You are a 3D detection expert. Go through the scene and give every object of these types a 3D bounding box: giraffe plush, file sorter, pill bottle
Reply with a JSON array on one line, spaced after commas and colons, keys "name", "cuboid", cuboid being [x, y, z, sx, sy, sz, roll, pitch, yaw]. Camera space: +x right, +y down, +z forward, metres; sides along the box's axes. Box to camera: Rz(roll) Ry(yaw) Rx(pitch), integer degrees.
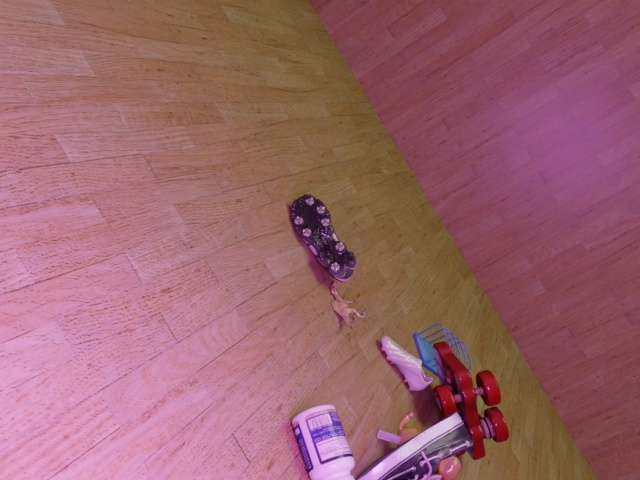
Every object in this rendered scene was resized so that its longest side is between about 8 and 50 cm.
[{"name": "giraffe plush", "cuboid": [0.254, 0.530, 1.920, 0.210, 0.181, 0.170, 29, -9, 31]}, {"name": "file sorter", "cuboid": [0.396, 0.358, 2.527, 0.170, 0.105, 0.118, 39, 28, -44]}, {"name": "pill bottle", "cuboid": [0.012, 0.419, 1.551, 0.094, 0.094, 0.169, 25, 39, -57]}]

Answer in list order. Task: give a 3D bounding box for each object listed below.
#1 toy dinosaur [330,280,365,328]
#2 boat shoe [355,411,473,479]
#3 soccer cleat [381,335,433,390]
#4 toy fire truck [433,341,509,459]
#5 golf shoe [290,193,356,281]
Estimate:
[{"name": "toy dinosaur", "cuboid": [0.068, 0.191, 2.097, 0.093, 0.053, 0.183, 22, 31, -36]}, {"name": "boat shoe", "cuboid": [0.214, 0.491, 1.734, 0.306, 0.113, 0.104, -20, 73, -37]}, {"name": "soccer cleat", "cuboid": [0.243, 0.340, 2.232, 0.196, 0.076, 0.068, 54, 20, -11]}, {"name": "toy fire truck", "cuboid": [0.412, 0.470, 2.297, 0.254, 0.170, 0.302, -121, -164, -69]}, {"name": "golf shoe", "cuboid": [0.000, 0.000, 2.155, 0.272, 0.105, 0.120, 60, -10, 22]}]
